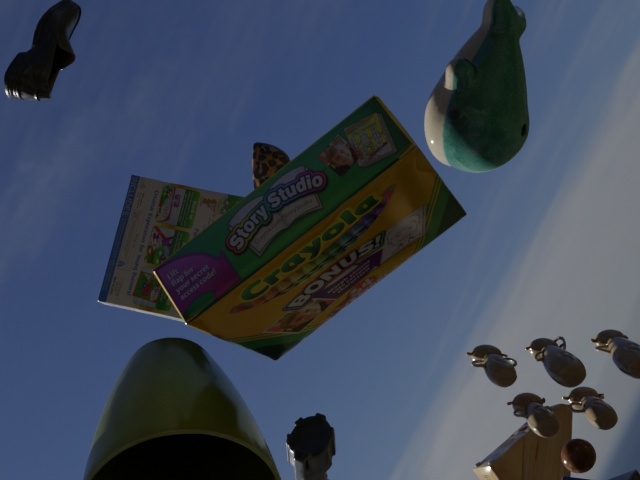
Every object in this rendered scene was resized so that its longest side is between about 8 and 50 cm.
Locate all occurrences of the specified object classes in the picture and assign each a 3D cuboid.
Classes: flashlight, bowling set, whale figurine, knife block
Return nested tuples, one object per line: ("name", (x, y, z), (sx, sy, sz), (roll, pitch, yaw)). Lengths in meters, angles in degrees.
("flashlight", (-0.005, 0.405, 1.934), (0.103, 0.103, 0.304), (-20, -40, -15))
("bowling set", (0.370, 0.251, 1.771), (0.154, 0.287, 0.200), (-122, 32, -75))
("whale figurine", (0.266, -0.233, 1.716), (0.216, 0.141, 0.272), (17, -86, -59))
("knife block", (0.408, 0.467, 2.050), (0.275, 0.242, 0.088), (-37, -3, -20))

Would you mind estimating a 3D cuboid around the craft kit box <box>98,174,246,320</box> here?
("craft kit box", (-0.259, 0.021, 2.080), (0.061, 0.246, 0.250), (50, -128, -73))

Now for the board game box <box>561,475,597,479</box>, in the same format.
("board game box", (0.354, 0.533, 1.549), (0.233, 0.078, 0.347), (72, -153, -56))

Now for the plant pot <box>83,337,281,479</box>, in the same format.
("plant pot", (-0.207, 0.281, 1.620), (0.293, 0.274, 0.275), (-107, 28, -57))

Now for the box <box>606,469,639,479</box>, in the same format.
("box", (0.287, 0.361, 1.189), (0.231, 0.183, 0.056), (-36, -1, 42))

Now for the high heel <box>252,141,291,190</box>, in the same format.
("high heel", (-0.136, -0.060, 2.208), (0.261, 0.186, 0.093), (-40, 0, 18))

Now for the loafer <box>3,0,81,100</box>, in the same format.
("loafer", (-0.347, -0.245, 1.470), (0.062, 0.061, 0.170), (90, -162, -60))

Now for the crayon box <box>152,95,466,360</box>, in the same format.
("crayon box", (0.000, 0.000, 1.528), (0.363, 0.106, 0.313), (-38, -22, 6))
